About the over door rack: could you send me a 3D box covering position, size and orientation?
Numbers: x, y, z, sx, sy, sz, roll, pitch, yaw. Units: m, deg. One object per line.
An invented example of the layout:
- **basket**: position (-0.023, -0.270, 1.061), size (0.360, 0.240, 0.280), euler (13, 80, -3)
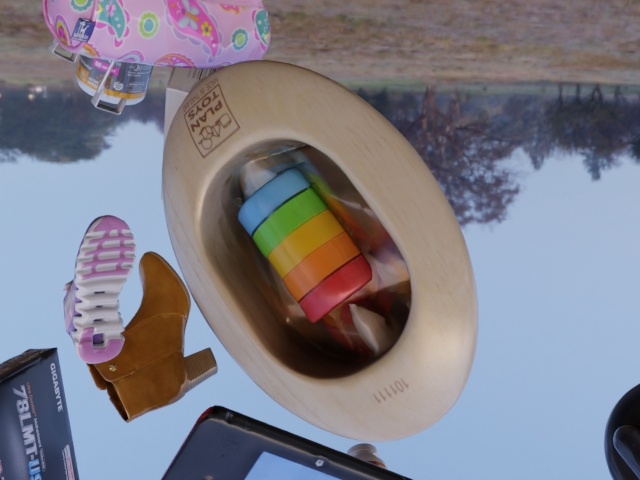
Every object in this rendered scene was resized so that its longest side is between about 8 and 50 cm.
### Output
- **over door rack**: position (-0.405, -0.422, 1.157), size (0.108, 0.324, 0.239), euler (-5, -139, -45)

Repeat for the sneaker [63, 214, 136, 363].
- **sneaker**: position (-0.366, 0.072, 1.047), size (0.095, 0.236, 0.104), euler (3, -170, -43)

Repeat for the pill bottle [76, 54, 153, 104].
- **pill bottle**: position (-0.440, -0.460, 1.457), size (0.162, 0.278, 0.162), euler (19, -150, -11)

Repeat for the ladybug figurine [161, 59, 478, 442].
- **ladybug figurine**: position (0.000, 0.000, 0.726), size (0.305, 0.449, 0.162), euler (-35, 172, 22)

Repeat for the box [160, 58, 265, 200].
- **box**: position (-0.197, -0.187, 1.156), size (0.148, 0.311, 0.121), euler (12, -123, -7)

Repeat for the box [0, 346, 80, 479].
- **box**: position (-0.534, 0.366, 1.101), size (0.073, 0.295, 0.293), euler (-3, -171, 14)

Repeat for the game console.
- **game console**: position (-0.080, 0.446, 1.026), size (0.386, 0.342, 0.060), euler (26, -156, -17)

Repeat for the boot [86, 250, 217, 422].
- **boot**: position (-0.338, 0.169, 1.205), size (0.211, 0.104, 0.295), euler (-19, -108, -40)

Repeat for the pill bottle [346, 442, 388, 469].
- **pill bottle**: position (0.128, 0.648, 1.710), size (0.121, 0.121, 0.216), euler (1, -146, -10)

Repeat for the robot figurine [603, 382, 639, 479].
- **robot figurine**: position (0.437, 0.248, 0.749), size (0.209, 0.173, 0.278), euler (-7, 161, 38)

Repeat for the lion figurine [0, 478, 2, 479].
- **lion figurine**: position (-0.608, 0.434, 0.811), size (0.392, 0.240, 0.142), euler (-3, -165, -25)

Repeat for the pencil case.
- **pencil case**: position (-0.195, -0.283, 0.821), size (0.124, 0.124, 0.284), euler (18, -163, 39)
